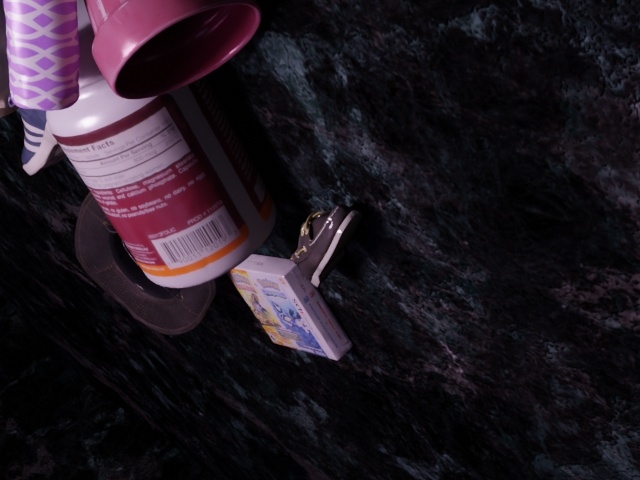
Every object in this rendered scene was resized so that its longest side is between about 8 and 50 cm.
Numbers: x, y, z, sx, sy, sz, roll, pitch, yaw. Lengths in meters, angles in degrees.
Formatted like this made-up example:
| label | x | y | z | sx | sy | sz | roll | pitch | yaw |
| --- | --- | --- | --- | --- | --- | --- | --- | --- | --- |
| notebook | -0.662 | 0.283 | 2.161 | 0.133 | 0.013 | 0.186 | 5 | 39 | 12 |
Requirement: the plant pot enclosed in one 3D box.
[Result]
| label | x | y | z | sx | sy | sz | roll | pitch | yaw |
| --- | --- | --- | --- | --- | --- | --- | --- | --- | --- |
| plant pot | -0.195 | -0.292 | 1.155 | 0.180 | 0.201 | 0.201 | 60 | 156 | 7 |

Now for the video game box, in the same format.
| label | x | y | z | sx | sy | sz | roll | pitch | yaw |
| --- | --- | --- | --- | --- | --- | --- | --- | --- | --- |
| video game box | -0.059 | 0.110 | 1.693 | 0.205 | 0.048 | 0.187 | 6 | 131 | 55 |

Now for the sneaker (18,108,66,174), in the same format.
| label | x | y | z | sx | sy | sz | roll | pitch | yaw |
| --- | --- | --- | --- | --- | --- | --- | --- | --- | --- |
| sneaker | -0.498 | -0.233 | 1.808 | 0.148 | 0.131 | 0.350 | 55 | 149 | -2 |

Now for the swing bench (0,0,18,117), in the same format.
| label | x | y | z | sx | sy | sz | roll | pitch | yaw |
| --- | --- | --- | --- | --- | --- | --- | --- | --- | --- |
| swing bench | -0.551 | -0.365 | 1.552 | 0.255 | 0.165 | 0.253 | 30 | 132 | 22 |

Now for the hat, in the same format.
| label | x | y | z | sx | sy | sz | roll | pitch | yaw |
| --- | --- | --- | --- | --- | --- | --- | --- | --- | --- |
| hat | -0.293 | 0.006 | 1.809 | 0.331 | 0.134 | 0.331 | 19 | 133 | 22 |

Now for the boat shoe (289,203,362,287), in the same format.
| label | x | y | z | sx | sy | sz | roll | pitch | yaw |
| --- | --- | --- | --- | --- | --- | --- | --- | --- | --- |
| boat shoe | 0.000 | 0.000 | 1.389 | 0.068 | 0.081 | 0.228 | 40 | 157 | 6 |

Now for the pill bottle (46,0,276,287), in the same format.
| label | x | y | z | sx | sy | sz | roll | pitch | yaw |
| --- | --- | --- | --- | --- | --- | --- | --- | --- | --- |
| pill bottle | -0.239 | -0.145 | 1.385 | 0.224 | 0.224 | 0.392 | 15 | 141 | 49 |

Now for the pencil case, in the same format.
| label | x | y | z | sx | sy | sz | roll | pitch | yaw |
| --- | --- | --- | --- | --- | --- | --- | --- | --- | --- |
| pencil case | -0.322 | -0.251 | 1.150 | 0.086 | 0.088 | 0.206 | 5 | 123 | -5 |
